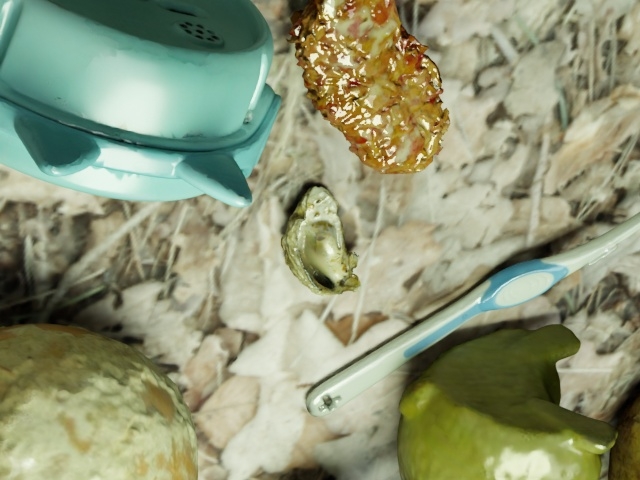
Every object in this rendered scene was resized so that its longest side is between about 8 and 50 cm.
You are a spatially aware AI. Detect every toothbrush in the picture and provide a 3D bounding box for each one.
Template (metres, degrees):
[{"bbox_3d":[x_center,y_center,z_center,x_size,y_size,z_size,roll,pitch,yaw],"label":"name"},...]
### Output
[{"bbox_3d":[0.156,0.042,1.232,0.386,0.040,0.040,-32,132,-2],"label":"toothbrush"}]

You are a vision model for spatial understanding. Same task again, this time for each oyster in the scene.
[{"bbox_3d":[0.000,0.000,1.133,0.081,0.038,0.083,3,97,-41],"label":"oyster"}]

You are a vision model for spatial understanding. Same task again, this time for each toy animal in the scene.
[{"bbox_3d":[0.167,0.243,1.300,0.180,0.181,0.363,-15,128,-7],"label":"toy animal"}]

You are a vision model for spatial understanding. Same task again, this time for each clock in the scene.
[{"bbox_3d":[-0.125,-0.111,0.814,0.224,0.274,0.094,8,118,-34],"label":"clock"}]

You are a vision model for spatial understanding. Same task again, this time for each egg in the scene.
[{"bbox_3d":[-0.183,0.154,1.036,0.195,0.195,0.233,-42,146,6],"label":"egg"}]

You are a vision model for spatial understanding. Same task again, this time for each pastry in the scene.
[{"bbox_3d":[0.029,-0.117,1.037,0.087,0.063,0.169,-36,128,-12],"label":"pastry"}]

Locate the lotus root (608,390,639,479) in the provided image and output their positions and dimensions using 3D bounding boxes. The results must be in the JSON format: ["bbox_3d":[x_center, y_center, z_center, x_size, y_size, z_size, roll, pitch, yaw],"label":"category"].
[{"bbox_3d":[0.339,0.208,1.391,0.145,0.128,0.260,-14,128,-6],"label":"lotus root"}]
